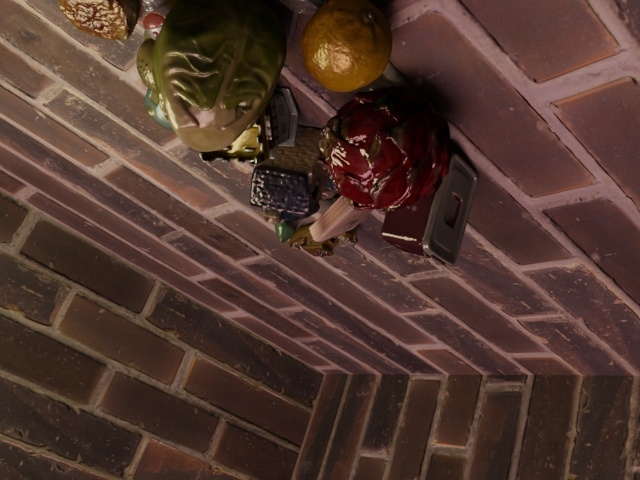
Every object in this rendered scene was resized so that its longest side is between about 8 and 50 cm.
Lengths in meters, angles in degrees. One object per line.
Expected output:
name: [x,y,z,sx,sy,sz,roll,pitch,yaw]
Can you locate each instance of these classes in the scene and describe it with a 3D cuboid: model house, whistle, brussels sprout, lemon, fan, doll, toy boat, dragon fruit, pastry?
model house: [-0.075,-0.149,1.958,0.243,0.284,0.298,17,155,18]
whistle: [-0.388,-0.558,1.557,0.122,0.123,0.223,1,134,34]
model house: [-0.206,-0.319,1.773,0.224,0.215,0.199,6,113,26]
brussels sprout: [-0.238,-0.387,1.497,0.289,0.355,0.281,10,173,-16]
lemon: [0.057,-0.420,1.410,0.192,0.192,0.231,29,155,-19]
fan: [-0.019,-0.542,1.434,0.223,0.012,0.294,6,152,22]
doll: [-0.399,-0.426,1.746,0.177,0.161,0.261,49,155,21]
toy boat: [0.000,0.000,2.375,0.321,0.122,0.089,-9,148,45]
dragon fruit: [0.164,-0.221,1.610,0.329,0.329,0.329,16,155,8]
pastry: [-0.548,-0.587,1.623,0.192,0.093,0.182,18,154,-5]

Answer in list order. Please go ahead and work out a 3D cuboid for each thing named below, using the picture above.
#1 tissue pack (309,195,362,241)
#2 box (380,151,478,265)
tissue pack: [0.093,-0.096,2.076,0.071,0.170,0.325,65,154,10]
box: [0.295,-0.090,1.790,0.167,0.294,0.193,10,168,40]
